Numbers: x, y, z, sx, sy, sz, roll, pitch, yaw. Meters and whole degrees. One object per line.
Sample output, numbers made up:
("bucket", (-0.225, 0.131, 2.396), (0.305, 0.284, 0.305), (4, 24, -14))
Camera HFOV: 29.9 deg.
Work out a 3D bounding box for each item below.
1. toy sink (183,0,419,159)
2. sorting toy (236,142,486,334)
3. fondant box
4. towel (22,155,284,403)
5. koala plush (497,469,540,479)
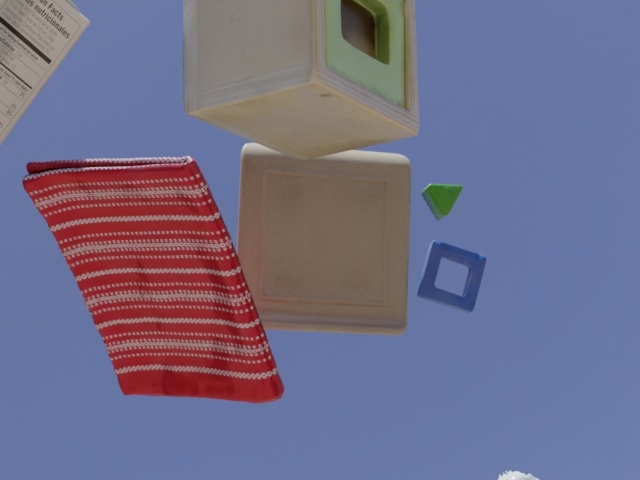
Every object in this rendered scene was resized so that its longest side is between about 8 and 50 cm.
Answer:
("toy sink", (-0.010, -0.201, 0.942), (0.131, 0.234, 0.152), (-10, -17, 33))
("sorting toy", (0.000, 0.000, 1.247), (0.347, 0.196, 0.047), (4, -11, -11))
("fondant box", (-0.410, -0.134, 1.214), (0.096, 0.238, 0.330), (43, -104, -39))
("towel", (-0.155, 0.044, 1.133), (0.198, 0.031, 0.275), (0, -54, 28))
("koala plush", (0.208, 0.300, 0.942), (0.203, 0.196, 0.221), (-26, -60, 3))
